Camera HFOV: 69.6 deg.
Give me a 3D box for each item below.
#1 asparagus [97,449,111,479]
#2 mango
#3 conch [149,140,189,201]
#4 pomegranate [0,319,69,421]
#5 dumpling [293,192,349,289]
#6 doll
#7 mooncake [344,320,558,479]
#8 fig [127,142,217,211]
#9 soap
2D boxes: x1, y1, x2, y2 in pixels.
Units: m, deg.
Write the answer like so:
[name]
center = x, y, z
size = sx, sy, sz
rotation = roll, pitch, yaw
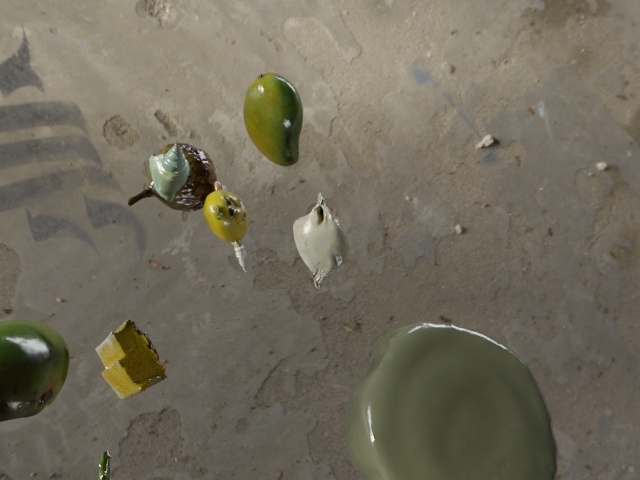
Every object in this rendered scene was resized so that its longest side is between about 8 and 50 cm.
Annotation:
[asparagus]
center = -0.421, 0.465, 0.900
size = 0.025, 0.021, 0.108
rotation = 32, 27, -41
[mango]
center = -0.095, -0.233, 0.904
size = 0.122, 0.191, 0.085
rotation = 19, 44, 9
[conch]
center = -0.332, -0.151, 0.999
size = 0.088, 0.180, 0.065
rotation = 19, 47, -15
[pomegranate]
center = -0.853, 0.306, 1.228
size = 0.359, 0.310, 0.216
rotation = 34, 103, 9
[dumpling]
center = 0.000, 0.000, 0.968
size = 0.119, 0.136, 0.198
rotation = 4, 94, -7
[doll]
center = -0.363, -0.073, 1.846
size = 0.161, 0.423, 0.347
rotation = -19, 121, -4
[mooncake]
center = 0.161, 0.239, 0.588
size = 0.275, 0.135, 0.274
rotation = 6, 60, -11
[fig]
center = -0.593, -0.210, 1.811
size = 0.286, 0.286, 0.368
rotation = 49, 47, -7
[soap]
center = -0.721, 0.454, 1.730
size = 0.143, 0.281, 0.259
rotation = -29, 85, -41
